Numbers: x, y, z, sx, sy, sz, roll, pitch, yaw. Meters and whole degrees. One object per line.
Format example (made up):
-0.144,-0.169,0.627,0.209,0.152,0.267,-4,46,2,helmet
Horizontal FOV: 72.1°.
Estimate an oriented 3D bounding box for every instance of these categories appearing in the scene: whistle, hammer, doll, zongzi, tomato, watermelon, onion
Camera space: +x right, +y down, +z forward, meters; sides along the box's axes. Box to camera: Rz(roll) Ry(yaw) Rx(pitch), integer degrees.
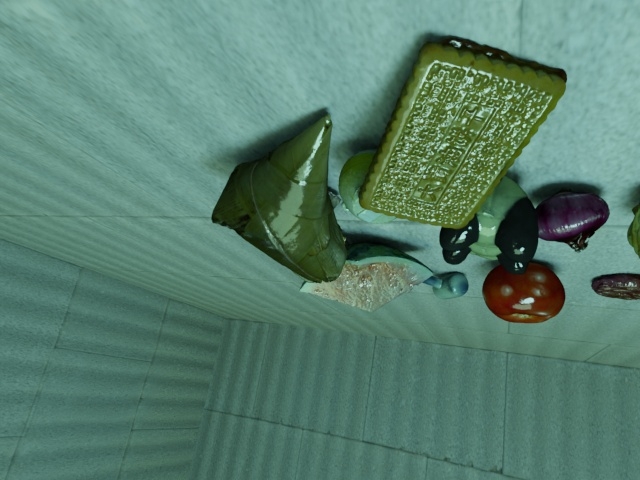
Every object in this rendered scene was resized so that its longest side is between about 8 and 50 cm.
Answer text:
0.111,-0.108,0.665,0.123,0.122,0.223,23,137,-34,whistle
0.318,0.112,1.257,0.194,0.069,0.116,20,161,-14,hammer
0.287,-0.019,0.746,0.144,0.134,0.234,12,164,22,doll
0.000,-0.051,0.755,0.274,0.145,0.300,39,138,-26,zongzi
0.495,0.125,1.077,0.196,0.135,0.195,9,159,3,tomato
0.097,0.081,1.101,0.260,0.175,0.256,23,159,-21,watermelon
0.402,-0.031,0.707,0.115,0.104,0.115,-11,162,-4,onion

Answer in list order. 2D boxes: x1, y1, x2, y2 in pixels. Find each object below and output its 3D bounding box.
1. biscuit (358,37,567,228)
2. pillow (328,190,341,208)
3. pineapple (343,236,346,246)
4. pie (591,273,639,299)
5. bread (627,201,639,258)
0.162,-0.112,0.549,0.173,0.029,0.254,11,138,-8,biscuit
-0.051,-0.068,0.927,0.131,0.038,0.233,24,154,-16,pillow
0.000,0.000,1.075,0.115,0.077,0.114,21,173,-18,pineapple
0.750,0.116,1.077,0.155,0.036,0.154,9,163,3,pie
0.571,0.005,0.597,0.152,0.129,0.268,37,171,-40,bread
